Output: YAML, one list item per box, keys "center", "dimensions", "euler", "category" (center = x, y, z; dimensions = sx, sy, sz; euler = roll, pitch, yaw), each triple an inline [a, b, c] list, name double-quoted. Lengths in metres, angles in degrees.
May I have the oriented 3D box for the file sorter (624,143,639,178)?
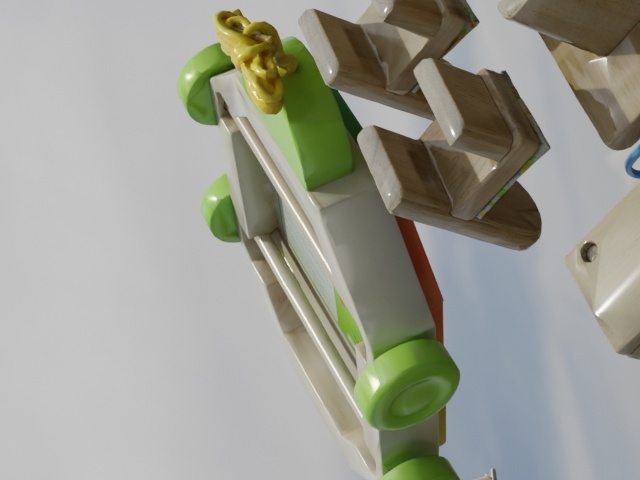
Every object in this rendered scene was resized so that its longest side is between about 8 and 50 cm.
- center: [0.229, 0.013, 0.778]
  dimensions: [0.104, 0.118, 0.170]
  euler: [123, 141, -56]
  category: "file sorter"

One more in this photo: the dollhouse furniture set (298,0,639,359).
- center: [0.145, -0.067, 0.633]
  dimensions: [0.161, 0.212, 0.242]
  euler: [14, -141, -39]
  category: "dollhouse furniture set"

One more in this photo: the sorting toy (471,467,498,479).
- center: [0.088, 0.203, 1.107]
  dimensions: [0.075, 0.083, 0.045]
  euler: [-96, -16, -46]
  category: "sorting toy"

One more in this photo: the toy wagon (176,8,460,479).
- center: [0.000, 0.000, 0.940]
  dimensions: [0.267, 0.068, 0.344]
  euler: [58, 165, 35]
  category: "toy wagon"
